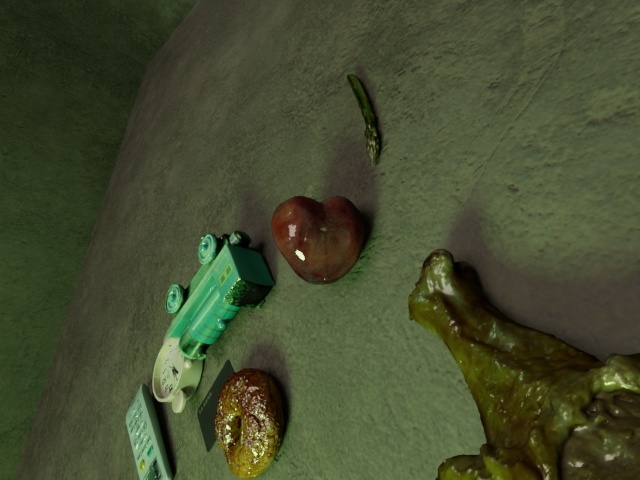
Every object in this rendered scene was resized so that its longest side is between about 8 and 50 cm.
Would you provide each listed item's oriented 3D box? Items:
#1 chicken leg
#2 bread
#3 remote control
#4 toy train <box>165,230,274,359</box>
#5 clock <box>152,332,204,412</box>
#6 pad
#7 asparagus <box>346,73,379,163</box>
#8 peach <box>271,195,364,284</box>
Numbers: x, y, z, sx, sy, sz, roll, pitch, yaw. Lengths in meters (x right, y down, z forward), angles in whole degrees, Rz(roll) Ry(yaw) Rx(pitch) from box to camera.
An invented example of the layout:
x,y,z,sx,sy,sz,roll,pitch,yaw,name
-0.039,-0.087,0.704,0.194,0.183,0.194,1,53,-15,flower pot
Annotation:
x,y,z,sx,sy,sz,roll,pitch,yaw,name
0.179,0.160,0.381,0.211,0.140,0.361,-45,28,-4,chicken leg
-0.134,0.319,0.734,0.193,0.063,0.194,-22,60,44,bread
-0.420,0.490,1.010,0.103,0.051,0.293,-59,42,12,remote control
-0.235,0.125,0.911,0.298,0.120,0.194,-52,45,20,toy train
-0.341,0.309,0.994,0.156,0.063,0.229,-52,43,16,clock
-0.216,0.347,0.869,0.157,0.003,0.112,-59,38,12,pad
0.082,-0.238,0.769,0.034,0.027,0.236,-40,45,38,asparagus
0.000,0.000,0.670,0.152,0.152,0.152,-26,54,42,peach
